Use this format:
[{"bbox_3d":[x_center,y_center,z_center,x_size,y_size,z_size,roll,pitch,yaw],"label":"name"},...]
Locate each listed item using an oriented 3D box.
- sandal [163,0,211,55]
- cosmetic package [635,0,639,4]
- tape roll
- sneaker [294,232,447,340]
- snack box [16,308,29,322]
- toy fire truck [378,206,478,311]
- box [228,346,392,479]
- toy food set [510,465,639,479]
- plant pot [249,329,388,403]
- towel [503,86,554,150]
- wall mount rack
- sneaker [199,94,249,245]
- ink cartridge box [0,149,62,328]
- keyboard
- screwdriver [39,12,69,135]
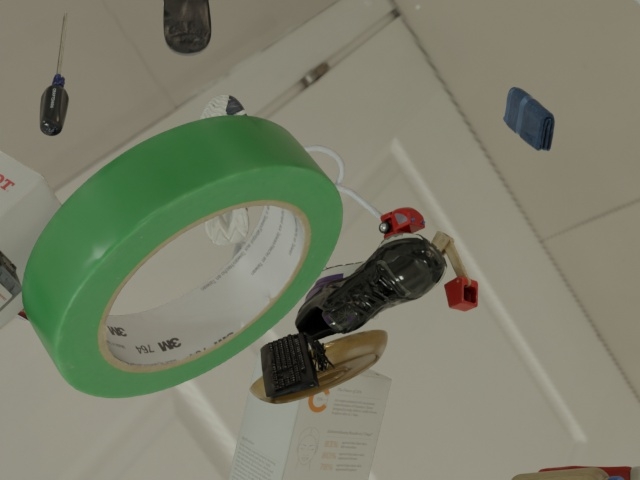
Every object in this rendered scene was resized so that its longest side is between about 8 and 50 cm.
[{"bbox_3d":[-0.208,-0.407,1.541,0.097,0.054,0.255,-13,89,-8],"label":"sandal"},{"bbox_3d":[0.466,-0.334,1.036,0.230,0.453,0.161,56,138,28],"label":"cosmetic package"},{"bbox_3d":[-0.129,0.023,1.017,0.077,0.321,0.321,50,134,27],"label":"tape roll"},{"bbox_3d":[0.070,0.088,1.534,0.107,0.124,0.283,48,139,-11],"label":"sneaker"},{"bbox_3d":[-0.441,0.056,1.309,0.064,0.022,0.178,11,160,44],"label":"snack box"},{"bbox_3d":[0.168,0.028,1.611,0.135,0.047,0.192,-23,66,36],"label":"toy fire truck"},{"bbox_3d":[-0.029,0.399,1.971,0.168,0.215,0.346,15,91,52],"label":"box"},{"bbox_3d":[0.244,0.257,0.889,0.104,0.111,0.232,-16,135,37],"label":"toy food set"},{"bbox_3d":[0.004,0.206,1.624,0.236,0.236,0.032,-38,68,39],"label":"plant pot"},{"bbox_3d":[0.321,-0.188,1.583,0.029,0.119,0.067,-5,121,-16],"label":"towel"},{"bbox_3d":[0.000,0.000,1.965,0.304,0.130,0.350,15,130,-7],"label":"wall mount rack"},{"bbox_3d":[-0.157,-0.119,1.658,0.094,0.153,0.235,-10,103,-8],"label":"sneaker"},{"bbox_3d":[-0.451,0.028,1.127,0.226,0.306,0.131,28,154,33],"label":"ink cartridge box"},{"bbox_3d":[-0.038,0.161,1.452,0.100,0.192,0.038,-15,107,-3],"label":"keyboard"},{"bbox_3d":[-0.231,-0.155,0.922,0.025,0.170,0.024,-17,137,17],"label":"screwdriver"}]
